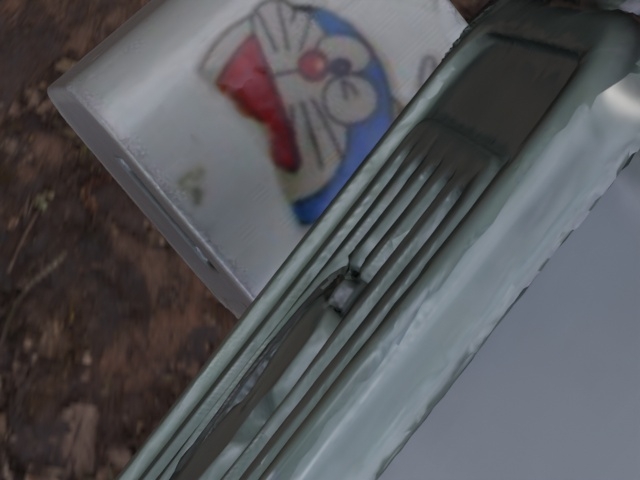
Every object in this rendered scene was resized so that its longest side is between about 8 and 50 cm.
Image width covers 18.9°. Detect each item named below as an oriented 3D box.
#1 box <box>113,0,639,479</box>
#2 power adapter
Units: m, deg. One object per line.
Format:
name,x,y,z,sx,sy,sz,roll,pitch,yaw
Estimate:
box,0.034,0.072,0.439,0.135,0.163,0.243,37,93,-9
power adapter,0.010,-0.077,0.767,0.205,0.125,0.130,-42,101,-7
